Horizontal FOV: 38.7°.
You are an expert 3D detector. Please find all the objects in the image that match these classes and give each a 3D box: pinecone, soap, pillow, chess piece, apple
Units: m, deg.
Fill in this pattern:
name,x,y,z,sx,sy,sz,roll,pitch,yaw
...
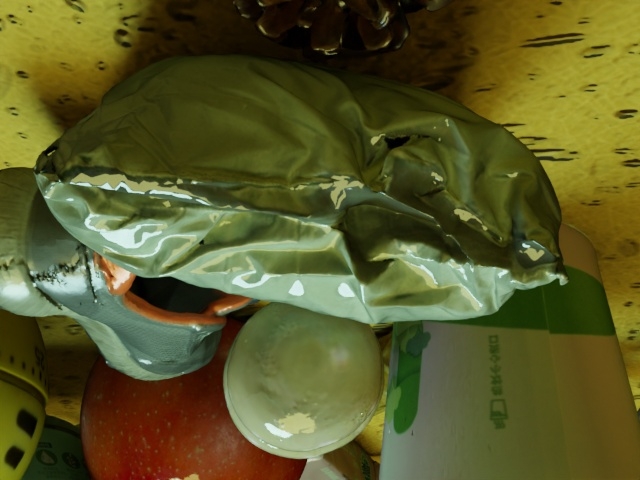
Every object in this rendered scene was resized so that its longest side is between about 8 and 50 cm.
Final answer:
name,x,y,z,sx,sy,sz,roll,pitch,yaw
pinecone,0.012,-0.153,0.461,0.140,0.121,0.140,4,135,4
soap,-0.033,0.334,1.327,0.218,0.098,0.273,-14,146,15
pillow,-0.018,-0.039,0.555,0.283,0.138,0.310,11,-169,-5
chess piece,-0.011,0.101,0.670,0.143,0.142,0.261,4,172,-2
apple,-0.143,0.205,1.009,0.260,0.216,0.260,5,150,3

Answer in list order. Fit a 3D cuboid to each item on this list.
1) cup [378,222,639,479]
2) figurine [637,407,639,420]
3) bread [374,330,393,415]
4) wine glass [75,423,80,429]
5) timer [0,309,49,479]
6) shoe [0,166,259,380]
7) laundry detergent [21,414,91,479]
name,x,y,z,sx,sy,sz,roll,pitch,yaw
cup,0.165,0.137,0.803,0.253,0.274,0.253,2,152,1
figurine,0.406,0.156,0.896,0.154,0.193,0.421,28,138,-31
bread,0.036,0.174,1.069,0.084,0.077,0.367,3,156,-36
wine glass,-0.261,0.318,1.289,0.196,0.165,0.165,-3,151,26
timer,-0.421,0.177,0.813,0.376,0.387,0.376,2,153,1
shoe,-0.118,0.032,0.751,0.171,0.132,0.336,-1,160,17
laundry detergent,-0.358,0.368,1.039,0.287,0.305,0.287,-19,134,-21
